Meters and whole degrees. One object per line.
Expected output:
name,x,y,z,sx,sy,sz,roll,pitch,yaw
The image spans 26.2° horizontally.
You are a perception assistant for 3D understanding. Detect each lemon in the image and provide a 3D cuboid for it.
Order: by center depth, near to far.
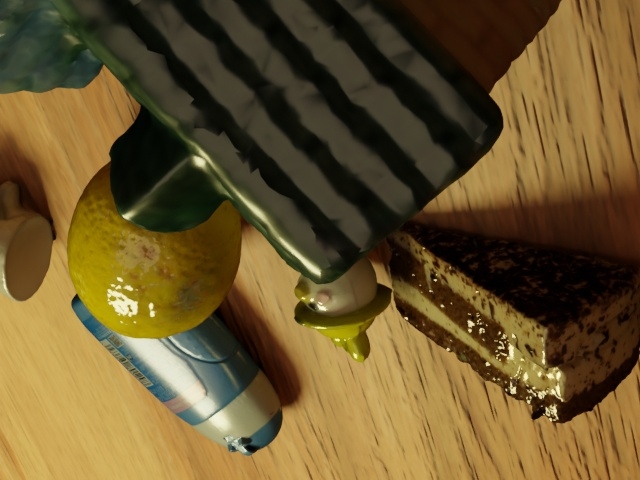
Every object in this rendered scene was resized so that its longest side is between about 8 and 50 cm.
lemon,-0.159,0.001,1.325,0.170,0.170,0.207,26,130,13

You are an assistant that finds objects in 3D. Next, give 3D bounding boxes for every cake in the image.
cake,0.177,0.050,1.226,0.246,0.135,0.112,36,140,51

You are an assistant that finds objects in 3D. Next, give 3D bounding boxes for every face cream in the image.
face cream,-0.145,0.128,1.486,0.264,0.083,0.149,46,139,-9

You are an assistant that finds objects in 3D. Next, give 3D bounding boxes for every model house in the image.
model house,-0.099,-0.188,0.938,0.445,0.400,0.395,45,136,-9

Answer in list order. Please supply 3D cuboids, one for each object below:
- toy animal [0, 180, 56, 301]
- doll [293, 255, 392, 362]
toy animal,-0.409,-0.019,1.521,0.220,0.104,0.131,15,135,23
doll,-0.001,0.001,1.251,0.135,0.099,0.241,0,119,37
